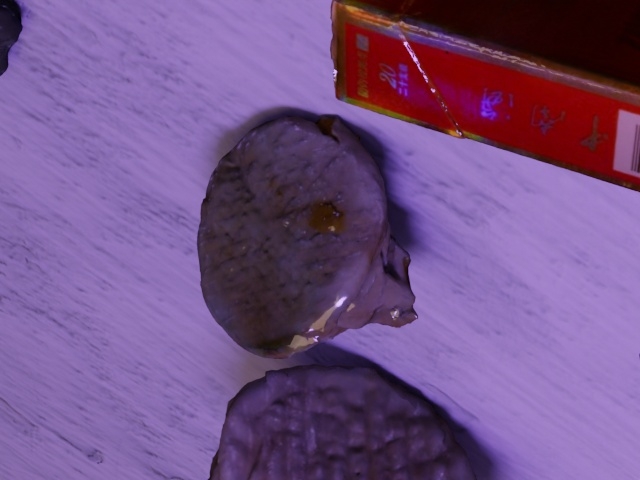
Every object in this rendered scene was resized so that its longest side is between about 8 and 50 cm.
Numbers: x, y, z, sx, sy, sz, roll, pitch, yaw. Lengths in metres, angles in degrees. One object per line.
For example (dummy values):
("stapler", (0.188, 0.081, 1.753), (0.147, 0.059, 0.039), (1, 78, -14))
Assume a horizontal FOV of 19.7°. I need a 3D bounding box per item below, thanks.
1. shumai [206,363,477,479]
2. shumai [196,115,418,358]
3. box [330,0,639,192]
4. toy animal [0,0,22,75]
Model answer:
("shumai", (0.009, 0.302, 1.693), (0.262, 0.267, 0.314), (111, 140, -55))
("shumai", (0.000, 0.000, 1.503), (0.201, 0.201, 0.120), (0, 174, 37))
("box", (0.188, -0.131, 1.131), (0.313, 0.197, 0.089), (19, 142, 19))
("toy animal", (-0.296, -0.166, 1.583), (0.065, 0.047, 0.135), (29, 139, -8))
